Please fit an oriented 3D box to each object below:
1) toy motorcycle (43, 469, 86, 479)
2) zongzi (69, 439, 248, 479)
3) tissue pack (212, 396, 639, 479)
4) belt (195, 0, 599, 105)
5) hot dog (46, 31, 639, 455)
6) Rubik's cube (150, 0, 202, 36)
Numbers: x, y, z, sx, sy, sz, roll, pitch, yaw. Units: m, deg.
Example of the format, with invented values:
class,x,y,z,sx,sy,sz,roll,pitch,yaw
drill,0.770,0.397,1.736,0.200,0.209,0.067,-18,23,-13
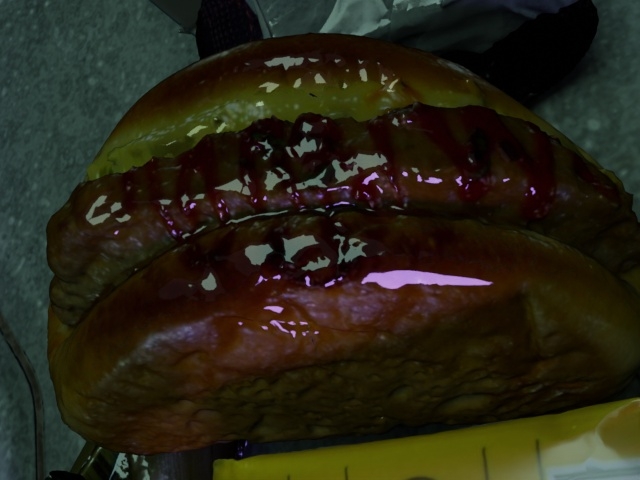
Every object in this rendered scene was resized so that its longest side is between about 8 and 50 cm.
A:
class,x,y,z,sx,sy,sz,roll,pitch,yaw
toy motorcycle,-0.120,0.228,0.469,0.331,0.125,0.196,-17,70,62
zongzi,-0.091,0.259,0.637,0.289,0.123,0.260,32,88,32
tissue pack,0.114,0.288,0.454,0.293,0.228,0.382,-15,67,27
belt,0.045,-0.160,0.663,0.289,0.184,0.164,-21,61,16
hot dog,0.000,0.002,0.556,0.405,0.223,0.185,-8,48,9
Rubik's cube,-0.057,-0.366,0.713,0.291,0.292,0.290,-29,64,19
